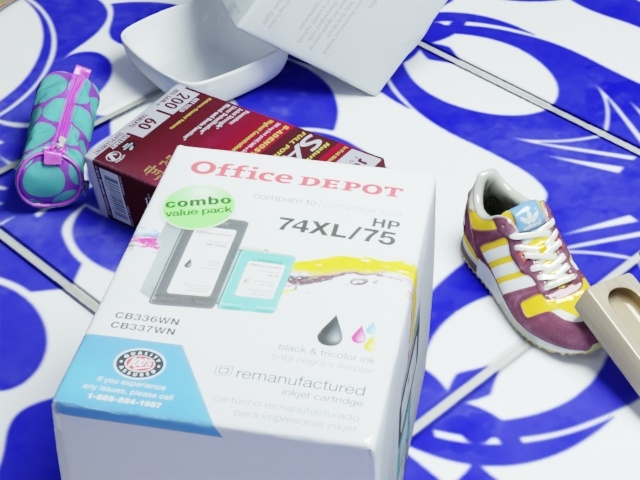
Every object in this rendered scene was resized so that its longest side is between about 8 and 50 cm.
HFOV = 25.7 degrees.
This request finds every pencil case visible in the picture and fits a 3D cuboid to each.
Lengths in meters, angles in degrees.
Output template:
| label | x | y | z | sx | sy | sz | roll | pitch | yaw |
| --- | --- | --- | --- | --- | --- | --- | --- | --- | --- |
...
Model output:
| label | x | y | z | sx | sy | sz | roll | pitch | yaw |
| --- | --- | --- | --- | --- | --- | --- | --- | --- | --- |
| pencil case | -0.241 | -0.096 | 1.300 | 0.064 | 0.070 | 0.152 | 18 | 35 | -16 |

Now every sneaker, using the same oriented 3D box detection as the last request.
| label | x | y | z | sx | sy | sz | roll | pitch | yaw |
| --- | --- | --- | --- | --- | --- | --- | --- | --- | --- |
| sneaker | 0.173 | 0.016 | 1.144 | 0.069 | 0.084 | 0.185 | -21 | 43 | -22 |

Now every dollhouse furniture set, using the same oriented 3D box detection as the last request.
| label | x | y | z | sx | sy | sz | roll | pitch | yaw |
| --- | --- | --- | --- | --- | --- | --- | --- | --- | --- |
| dollhouse furniture set | 0.297 | 0.028 | 1.067 | 0.151 | 0.123 | 0.144 | -16 | 59 | -32 |

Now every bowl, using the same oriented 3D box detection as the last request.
| label | x | y | z | sx | sy | sz | roll | pitch | yaw |
| --- | --- | --- | --- | --- | --- | --- | --- | --- | --- |
| bowl | -0.116 | -0.185 | 1.423 | 0.142 | 0.053 | 0.142 | -26 | 45 | -29 |

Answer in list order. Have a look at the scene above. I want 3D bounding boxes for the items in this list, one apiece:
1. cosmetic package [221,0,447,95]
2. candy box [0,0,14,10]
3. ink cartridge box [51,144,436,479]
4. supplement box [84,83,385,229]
| label | x | y | z | sx | sy | sz | roll | pitch | yaw |
| --- | --- | --- | --- | --- | --- | --- | --- | --- | --- |
| cosmetic package | 0.008 | -0.269 | 1.388 | 0.183 | 0.151 | 0.151 | 22 | 26 | -35 |
| candy box | -0.309 | -0.312 | 1.551 | 0.027 | 0.105 | 0.206 | 47 | 47 | -7 |
| ink cartridge box | -0.037 | 0.097 | 0.960 | 0.198 | 0.197 | 0.270 | 7 | 39 | 9 |
| supplement box | -0.073 | -0.046 | 1.217 | 0.239 | 0.073 | 0.130 | 22 | 49 | 31 |
